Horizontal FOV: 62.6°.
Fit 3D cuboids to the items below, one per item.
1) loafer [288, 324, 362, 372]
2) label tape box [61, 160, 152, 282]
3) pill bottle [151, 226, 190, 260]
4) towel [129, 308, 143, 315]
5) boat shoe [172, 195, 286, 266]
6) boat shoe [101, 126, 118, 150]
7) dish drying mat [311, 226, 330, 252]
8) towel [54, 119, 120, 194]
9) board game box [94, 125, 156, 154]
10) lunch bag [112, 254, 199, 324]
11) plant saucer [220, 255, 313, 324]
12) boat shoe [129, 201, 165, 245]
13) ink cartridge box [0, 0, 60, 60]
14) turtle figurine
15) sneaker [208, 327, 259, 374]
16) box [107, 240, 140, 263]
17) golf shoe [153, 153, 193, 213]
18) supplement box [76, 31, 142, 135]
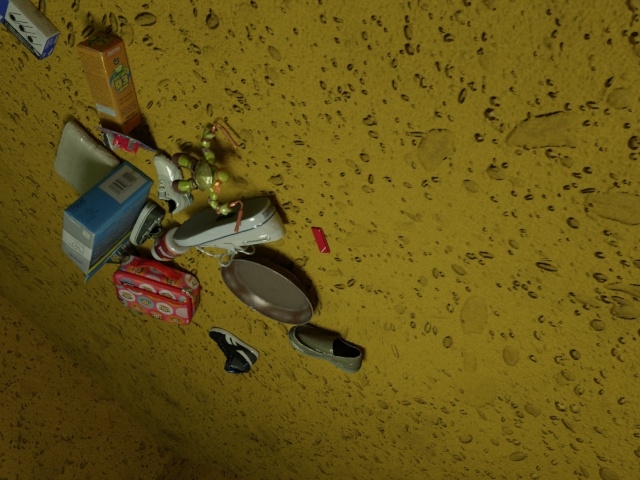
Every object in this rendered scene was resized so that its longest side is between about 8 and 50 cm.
[{"bbox_3d":[0.022,0.320,1.632,0.251,0.094,0.087,23,136,1],"label":"loafer"},{"bbox_3d":[-0.658,-0.049,1.602,0.115,0.249,0.348,39,142,-6],"label":"label tape box"},{"bbox_3d":[-0.478,0.016,1.673,0.086,0.086,0.152,48,141,-16],"label":"pill bottle"},{"bbox_3d":[-0.811,0.296,2.281,0.060,0.009,0.083,-1,129,38],"label":"towel"},{"bbox_3d":[-0.242,-0.010,1.448,0.367,0.136,0.156,-13,126,32],"label":"boat shoe"},{"bbox_3d":[-0.584,-0.301,1.449,0.038,0.046,0.125,25,150,6],"label":"boat shoe"},{"bbox_3d":[0.000,0.000,1.363,0.032,0.008,0.083,7,135,33],"label":"dish drying mat"},{"bbox_3d":[-0.721,-0.231,1.624,0.187,0.049,0.282,42,141,-11],"label":"towel"},{"bbox_3d":[-0.515,-0.251,1.379,0.133,0.033,0.169,19,177,8],"label":"board game box"},{"bbox_3d":[-0.571,0.165,1.850,0.293,0.120,0.258,17,139,2],"label":"lunch bag"},{"bbox_3d":[-0.154,0.144,1.578,0.310,0.050,0.310,20,145,14],"label":"plant saucer"},{"bbox_3d":[-0.550,-0.035,1.679,0.070,0.078,0.219,39,141,-3],"label":"boat shoe"},{"bbox_3d":[-0.747,-0.557,1.293,0.207,0.046,0.097,47,139,-15],"label":"ink cartridge box"},{"bbox_3d":[-0.289,-0.150,1.307,0.217,0.087,0.269,7,114,43],"label":"turtle figurine"},{"bbox_3d":[-0.351,0.423,1.983,0.217,0.121,0.079,27,141,11],"label":"sneaker"},{"bbox_3d":[-0.782,-0.016,1.889,0.183,0.056,0.231,1,131,35],"label":"box"},{"bbox_3d":[-0.419,-0.152,1.451,0.069,0.086,0.176,4,132,35],"label":"golf shoe"},{"bbox_3d":[-0.510,-0.377,1.284,0.080,0.078,0.233,21,141,17],"label":"supplement box"}]
